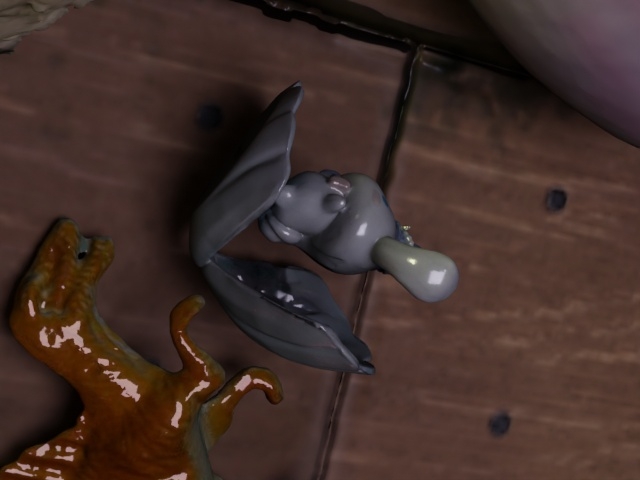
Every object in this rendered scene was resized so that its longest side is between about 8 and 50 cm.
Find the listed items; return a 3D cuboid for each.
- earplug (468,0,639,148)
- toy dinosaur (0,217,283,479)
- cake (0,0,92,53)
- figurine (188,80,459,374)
[{"bbox_3d":[0.089,-0.147,0.641,0.172,0.172,0.301,-44,125,-17],"label":"earplug"},{"bbox_3d":[-0.068,0.113,0.651,0.142,0.057,0.212,22,87,-22],"label":"toy dinosaur"},{"bbox_3d":[-0.123,-0.191,0.485,0.158,0.172,0.283,5,96,-35],"label":"cake"},{"bbox_3d":[0.000,0.000,0.651,0.086,0.094,0.082,35,98,-8],"label":"figurine"}]
